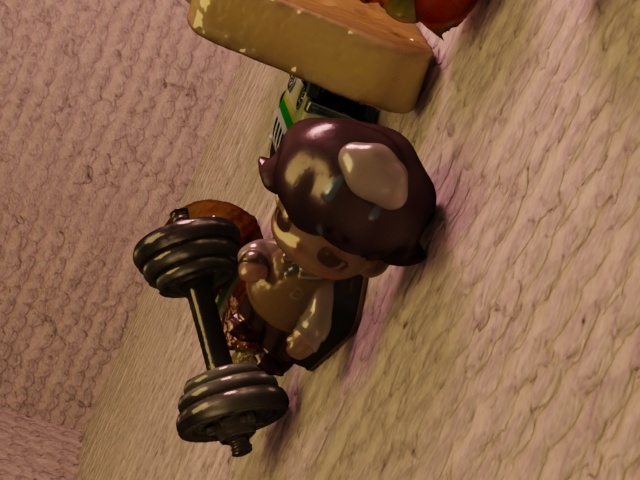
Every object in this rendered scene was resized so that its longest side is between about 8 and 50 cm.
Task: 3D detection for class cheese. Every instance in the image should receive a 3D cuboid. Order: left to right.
[{"bbox_3d":[0.022,-0.323,1.848,0.384,0.384,0.104,-103,28,-65],"label":"cheese"}]

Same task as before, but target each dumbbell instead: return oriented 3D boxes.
[{"bbox_3d":[-0.171,0.136,1.840,0.179,0.179,0.406,-49,53,56],"label":"dumbbell"}]

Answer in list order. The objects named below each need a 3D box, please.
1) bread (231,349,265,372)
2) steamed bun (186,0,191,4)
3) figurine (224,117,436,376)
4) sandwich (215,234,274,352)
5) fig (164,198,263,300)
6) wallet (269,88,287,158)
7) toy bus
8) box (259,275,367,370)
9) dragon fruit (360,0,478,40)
[{"bbox_3d":[-0.118,0.189,2.054,0.187,0.065,0.149,122,166,-45],"label":"bread"},{"bbox_3d":[-0.116,-0.558,2.444,0.456,0.371,0.289,-157,86,-79],"label":"steamed bun"},{"bbox_3d":[-0.017,0.001,1.500,0.365,0.206,0.218,-51,52,19],"label":"figurine"},{"bbox_3d":[-0.083,0.094,1.949,0.159,0.079,0.235,21,90,32],"label":"sandwich"},{"bbox_3d":[-0.190,-0.007,2.409,0.217,0.217,0.321,-62,-6,28],"label":"fig"},{"bbox_3d":[-0.009,-0.287,2.322,0.377,0.051,0.197,140,146,-61],"label":"wallet"},{"bbox_3d":[-0.002,-0.180,1.974,0.276,0.134,0.164,-106,39,-69],"label":"toy bus"},{"bbox_3d":[-0.011,0.089,1.726,0.201,0.090,0.144,132,155,-58],"label":"box"},{"bbox_3d":[0.134,-0.398,1.571,0.227,0.224,0.224,68,-156,-48],"label":"dragon fruit"}]
